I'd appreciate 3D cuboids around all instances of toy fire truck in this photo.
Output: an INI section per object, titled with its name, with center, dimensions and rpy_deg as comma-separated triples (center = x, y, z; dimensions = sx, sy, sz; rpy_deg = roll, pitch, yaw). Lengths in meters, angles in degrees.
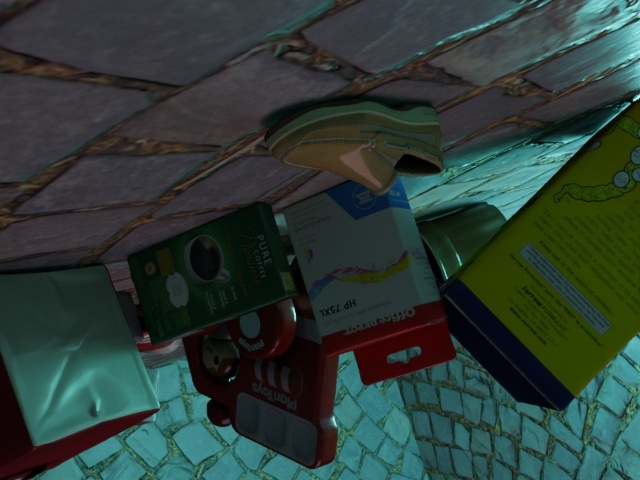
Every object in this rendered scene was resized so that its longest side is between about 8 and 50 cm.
[toy fire truck]
center = -0.096, 0.166, 1.127
dimensions = 0.302, 0.254, 0.169
rpy_deg = 12, -170, 37

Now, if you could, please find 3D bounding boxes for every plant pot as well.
[plant pot]
center = 0.252, 0.016, 1.428
dimensions = 0.165, 0.167, 0.167
rpy_deg = -25, 174, -15

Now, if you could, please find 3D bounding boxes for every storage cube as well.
[storage cube]
center = -0.330, 0.150, 0.863
dimensions = 0.193, 0.215, 0.183
rpy_deg = -30, 166, 28

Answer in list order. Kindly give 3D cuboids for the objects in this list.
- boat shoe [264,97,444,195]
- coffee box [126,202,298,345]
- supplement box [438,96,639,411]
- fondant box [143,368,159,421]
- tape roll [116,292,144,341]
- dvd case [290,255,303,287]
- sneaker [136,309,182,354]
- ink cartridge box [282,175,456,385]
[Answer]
[boat shoe]
center = 0.041, -0.072, 0.645
dimensions = 0.189, 0.072, 0.068
rpy_deg = -11, 169, -40
[coffee box]
center = -0.124, 0.041, 0.898
dimensions = 0.184, 0.113, 0.040
rpy_deg = -22, 169, 19
[supplement box]
center = 0.333, 0.021, 1.012
dimensions = 0.356, 0.195, 0.194
rpy_deg = -43, 174, -6
[fondant box]
center = -0.473, 0.278, 1.411
dimensions = 0.330, 0.096, 0.238
rpy_deg = 7, 163, -18
[tape roll]
center = -0.379, 0.145, 1.170
dimensions = 0.219, 0.072, 0.219
rpy_deg = -18, 171, -3
[dvd case]
center = 0.020, 0.042, 1.229
dimensions = 0.221, 0.018, 0.165
rpy_deg = -25, -156, 35
[sneaker]
center = -0.365, 0.160, 1.373
dimensions = 0.221, 0.087, 0.128
rpy_deg = -15, 152, 12
[ink cartridge box]
center = 0.058, 0.050, 0.927
dimensions = 0.134, 0.231, 0.078
rpy_deg = -22, 170, 23
